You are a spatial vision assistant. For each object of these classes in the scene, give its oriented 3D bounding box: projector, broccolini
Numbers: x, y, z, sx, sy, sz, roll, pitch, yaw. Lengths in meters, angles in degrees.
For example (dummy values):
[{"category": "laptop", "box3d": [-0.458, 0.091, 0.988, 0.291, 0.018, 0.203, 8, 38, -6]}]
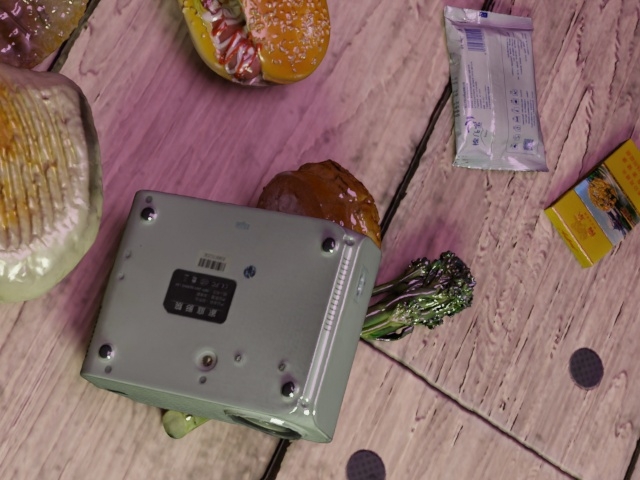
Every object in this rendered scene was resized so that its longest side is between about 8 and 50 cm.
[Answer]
[{"category": "projector", "box3d": [-0.087, 0.071, 1.711, 0.250, 0.108, 0.198, 11, 75, 20]}, {"category": "broccolini", "box3d": [0.012, 0.114, 1.851, 0.392, 0.074, 0.079, -29, 85, -32]}]

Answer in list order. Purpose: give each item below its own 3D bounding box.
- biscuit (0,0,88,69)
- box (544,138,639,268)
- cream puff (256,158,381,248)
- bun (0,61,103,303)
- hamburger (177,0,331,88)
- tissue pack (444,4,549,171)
[{"category": "biscuit", "box3d": [-0.322, -0.257, 1.743, 0.220, 0.033, 0.220, -15, 115, -34]}, {"category": "box", "box3d": [0.339, -0.045, 2.096, 0.155, 0.023, 0.087, -39, 100, -29]}, {"category": "cream puff", "box3d": [0.000, 0.000, 1.840, 0.115, 0.150, 0.165, 10, 109, -43]}, {"category": "bun", "box3d": [-0.309, -0.048, 1.680, 0.244, 0.153, 0.244, 3, 68, -8]}, {"category": "hamburger", "box3d": [-0.073, -0.261, 1.875, 0.173, 0.116, 0.210, -18, 87, -33]}, {"category": "tissue pack", "box3d": [0.203, -0.174, 2.052, 0.122, 0.026, 0.193, 3, 76, -27]}]
